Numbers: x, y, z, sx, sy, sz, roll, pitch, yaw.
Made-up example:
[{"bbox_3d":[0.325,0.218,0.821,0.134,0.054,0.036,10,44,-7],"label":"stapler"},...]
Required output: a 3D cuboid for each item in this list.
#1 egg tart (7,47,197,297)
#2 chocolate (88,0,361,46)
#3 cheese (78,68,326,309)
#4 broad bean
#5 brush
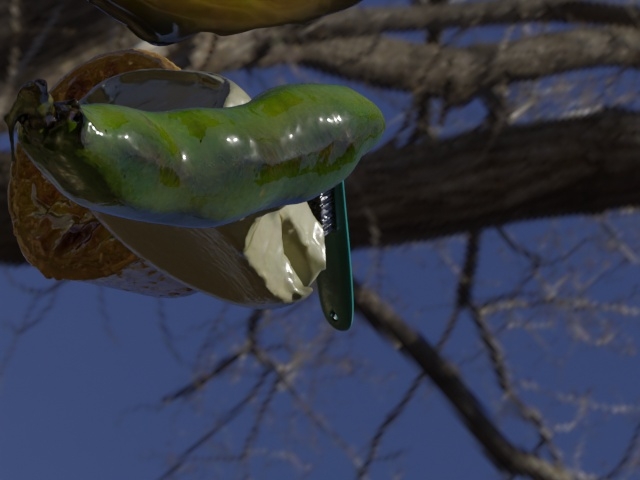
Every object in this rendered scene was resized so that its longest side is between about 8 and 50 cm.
[{"bbox_3d":[-0.141,-0.042,1.573,0.202,0.147,0.202,-14,-116,30],"label":"egg tart"},{"bbox_3d":[-0.022,-0.268,0.858,0.162,0.445,0.162,3,-51,4],"label":"chocolate"},{"bbox_3d":[-0.076,-0.031,1.271,0.175,0.091,0.202,5,-34,46],"label":"cheese"},{"bbox_3d":[-0.045,-0.038,0.831,0.046,0.254,0.065,10,-81,34],"label":"broad bean"},{"bbox_3d":[0.000,0.000,1.527,0.043,0.032,0.193,22,-48,35],"label":"brush"}]
